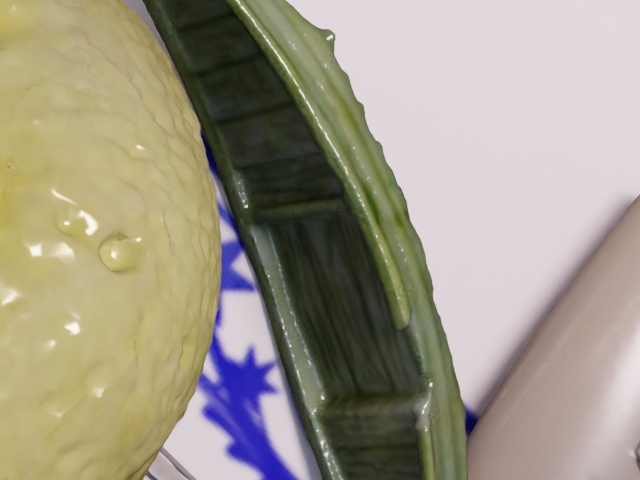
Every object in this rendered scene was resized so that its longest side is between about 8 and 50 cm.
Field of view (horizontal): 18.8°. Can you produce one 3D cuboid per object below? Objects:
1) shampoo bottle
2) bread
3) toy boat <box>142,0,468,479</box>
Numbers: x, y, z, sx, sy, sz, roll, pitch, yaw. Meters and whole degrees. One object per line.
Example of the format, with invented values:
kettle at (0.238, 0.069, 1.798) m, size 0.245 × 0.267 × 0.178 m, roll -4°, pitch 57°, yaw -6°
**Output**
shampoo bottle at (0.130, 0.100, 0.883) m, size 0.127 × 0.078 × 0.257 m, roll 30°, pitch 84°, yaw -19°
bread at (-0.193, 0.004, 0.653) m, size 0.320 × 0.237 × 0.321 m, roll 8°, pitch 64°, yaw -17°
toy boat at (0.000, 0.000, 0.827) m, size 0.055 × 0.093 × 0.293 m, roll -28°, pitch 102°, yaw -35°
